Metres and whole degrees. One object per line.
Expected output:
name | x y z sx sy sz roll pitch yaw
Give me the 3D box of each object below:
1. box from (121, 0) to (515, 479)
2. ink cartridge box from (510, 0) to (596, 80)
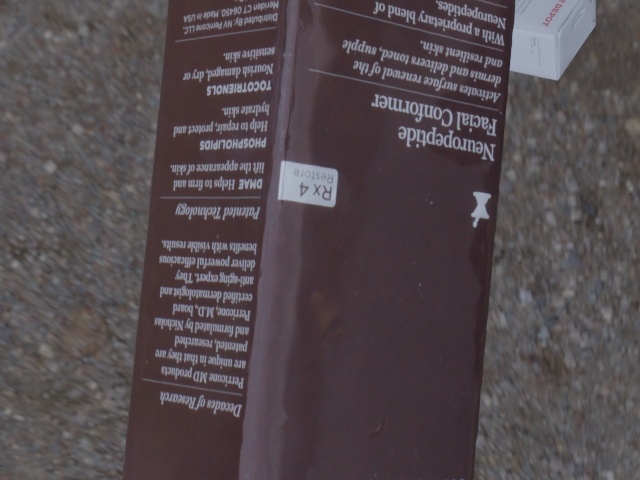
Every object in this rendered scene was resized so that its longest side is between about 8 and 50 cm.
box | 0.000 0.000 0.958 0.143 0.191 0.381 5 89 50
ink cartridge box | 0.165 -0.191 1.304 0.122 0.052 0.088 15 49 28
